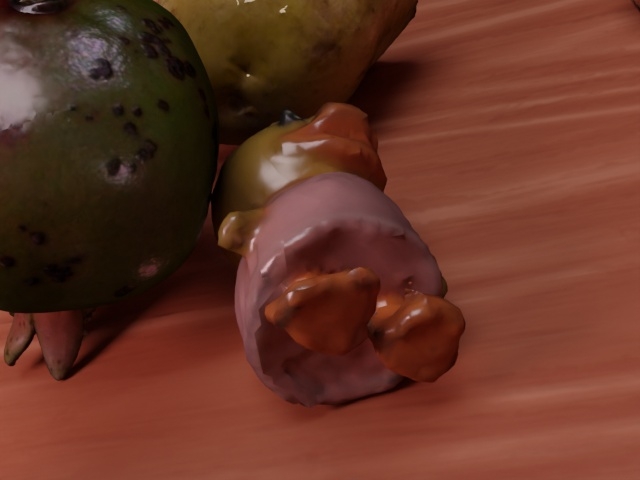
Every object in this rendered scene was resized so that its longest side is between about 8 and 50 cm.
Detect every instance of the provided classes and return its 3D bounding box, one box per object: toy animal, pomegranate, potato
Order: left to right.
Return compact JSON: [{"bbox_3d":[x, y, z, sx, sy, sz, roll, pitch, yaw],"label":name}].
[{"bbox_3d":[-0.195,-0.048,0.758,0.291,0.323,0.291,-14,28,8],"label":"pomegranate"},{"bbox_3d":[-0.053,-0.201,0.957,0.285,0.242,0.242,4,45,19],"label":"potato"},{"bbox_3d":[-0.003,0.002,0.738,0.169,0.195,0.281,-52,33,29],"label":"toy animal"}]
